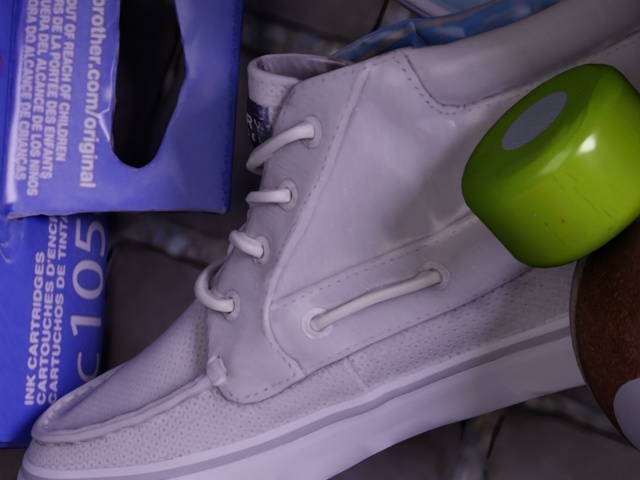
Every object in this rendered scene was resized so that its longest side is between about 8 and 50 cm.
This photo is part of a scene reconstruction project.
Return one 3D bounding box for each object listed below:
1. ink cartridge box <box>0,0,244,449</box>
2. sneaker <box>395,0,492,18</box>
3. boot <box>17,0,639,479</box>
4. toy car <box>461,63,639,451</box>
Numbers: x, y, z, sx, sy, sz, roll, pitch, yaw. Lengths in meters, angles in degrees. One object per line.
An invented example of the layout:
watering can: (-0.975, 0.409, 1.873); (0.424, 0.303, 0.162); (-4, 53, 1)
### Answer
ink cartridge box: (-0.224, -0.061, 0.603); (0.395, 0.151, 0.270); (1, 85, 26)
sneaker: (-0.015, -0.193, 0.490); (0.127, 0.208, 0.319); (-42, 70, 14)
boot: (0.000, 0.000, 0.502); (0.258, 0.095, 0.123); (-22, 108, 13)
toy car: (0.141, 0.017, 0.358); (0.149, 0.188, 0.155); (-42, 107, 5)
